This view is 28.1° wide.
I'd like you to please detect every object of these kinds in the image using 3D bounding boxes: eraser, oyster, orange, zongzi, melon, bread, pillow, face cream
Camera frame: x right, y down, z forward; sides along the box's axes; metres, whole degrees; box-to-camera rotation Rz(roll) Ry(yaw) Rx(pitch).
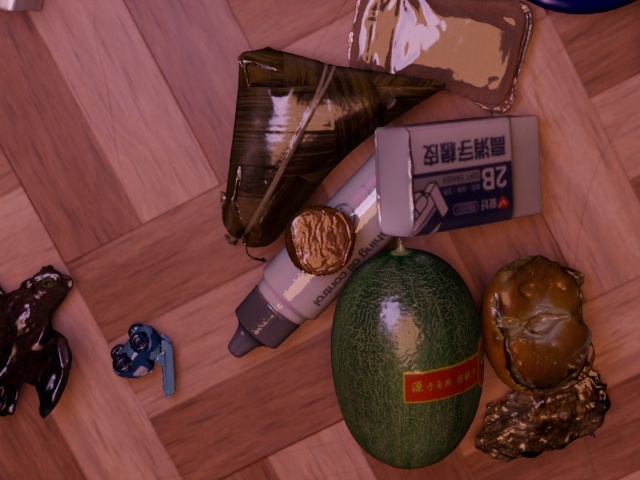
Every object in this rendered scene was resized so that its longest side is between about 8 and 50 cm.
[{"bbox_3d":[0.162,-0.077,1.467,0.210,0.068,0.124,-10,100,-37],"label":"eraser"},{"bbox_3d":[0.270,0.215,1.571,0.177,0.056,0.105,-16,105,1],"label":"oyster"},{"bbox_3d":[0.251,0.103,1.522,0.160,0.112,0.170,45,57,-8],"label":"orange"},{"bbox_3d":[0.008,-0.089,1.501,0.241,0.111,0.248,11,99,9],"label":"zongzi"},{"bbox_3d":[0.101,0.129,1.495,0.182,0.182,0.288,-5,112,4],"label":"melon"},{"bbox_3d":[0.000,0.000,1.463,0.085,0.053,0.085,0,90,-5],"label":"bread"},{"bbox_3d":[0.140,-0.236,1.516,0.211,0.034,0.135,13,103,3],"label":"pillow"},{"bbox_3d":[-0.001,0.026,1.536,0.092,0.092,0.311,44,99,-4],"label":"face cream"}]

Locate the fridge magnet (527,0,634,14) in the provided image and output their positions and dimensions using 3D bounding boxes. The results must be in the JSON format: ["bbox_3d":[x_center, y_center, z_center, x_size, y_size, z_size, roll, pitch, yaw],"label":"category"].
[{"bbox_3d":[0.297,-0.389,1.441,0.265,0.112,0.265,0,97,3],"label":"fridge magnet"}]

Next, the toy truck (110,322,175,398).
[{"bbox_3d":[-0.212,0.152,1.589,0.090,0.056,0.073,40,93,-16],"label":"toy truck"}]

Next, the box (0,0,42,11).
[{"bbox_3d":[-0.443,-0.399,1.481,0.274,0.116,0.203,18,100,0],"label":"box"}]

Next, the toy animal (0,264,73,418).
[{"bbox_3d":[-0.372,0.118,1.585,0.218,0.116,0.179,31,71,25],"label":"toy animal"}]
